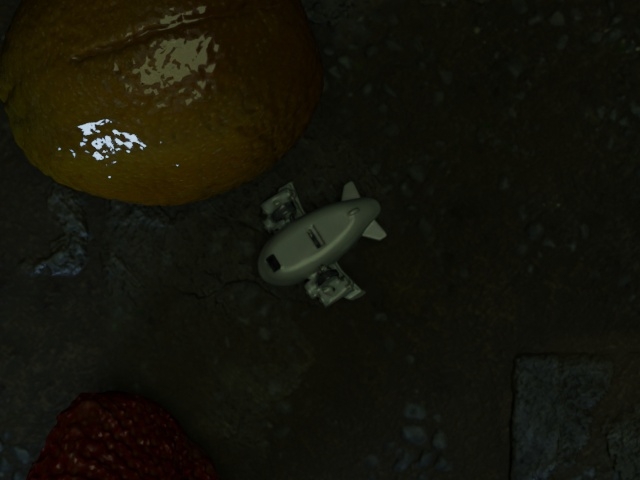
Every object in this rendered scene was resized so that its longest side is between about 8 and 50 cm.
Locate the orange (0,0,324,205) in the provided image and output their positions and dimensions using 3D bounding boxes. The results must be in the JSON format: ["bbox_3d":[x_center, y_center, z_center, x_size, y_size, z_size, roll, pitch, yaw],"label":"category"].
[{"bbox_3d":[-0.184,-0.197,1.580,0.357,0.322,0.322,-20,95,2],"label":"orange"}]

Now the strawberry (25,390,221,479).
[{"bbox_3d":[-0.239,0.352,1.644,0.312,0.267,0.351,18,58,-33],"label":"strawberry"}]

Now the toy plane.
[{"bbox_3d":[0.000,0.000,1.726,0.174,0.080,0.174,0,77,2],"label":"toy plane"}]
